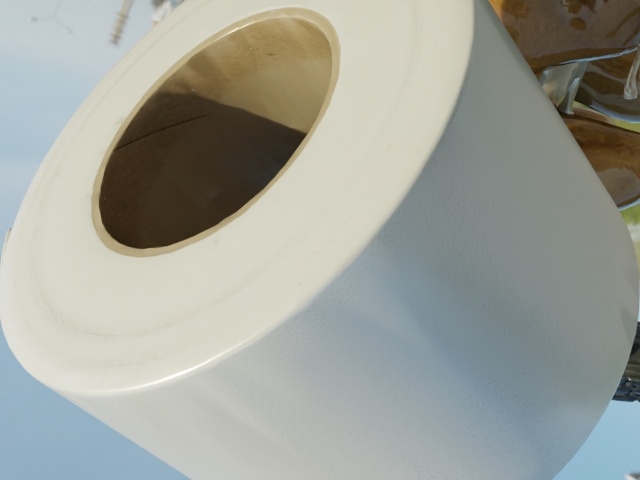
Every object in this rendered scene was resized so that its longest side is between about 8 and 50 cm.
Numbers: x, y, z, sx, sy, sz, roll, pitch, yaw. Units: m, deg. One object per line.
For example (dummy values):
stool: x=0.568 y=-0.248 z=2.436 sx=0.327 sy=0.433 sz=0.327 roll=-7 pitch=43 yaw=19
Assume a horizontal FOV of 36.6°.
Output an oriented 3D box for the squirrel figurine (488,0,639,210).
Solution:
squirrel figurine: x=0.076 y=-0.148 z=0.723 sx=0.396 sy=0.281 sz=0.370 roll=25 pitch=152 yaw=15

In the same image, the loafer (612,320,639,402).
loafer: x=0.319 y=0.098 z=0.807 sx=0.223 sy=0.078 sz=0.076 roll=4 pitch=151 yaw=27

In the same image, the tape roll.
tape roll: x=0.000 y=0.000 z=0.448 sx=0.169 sy=0.246 sz=0.246 roll=46 pitch=174 yaw=-38
